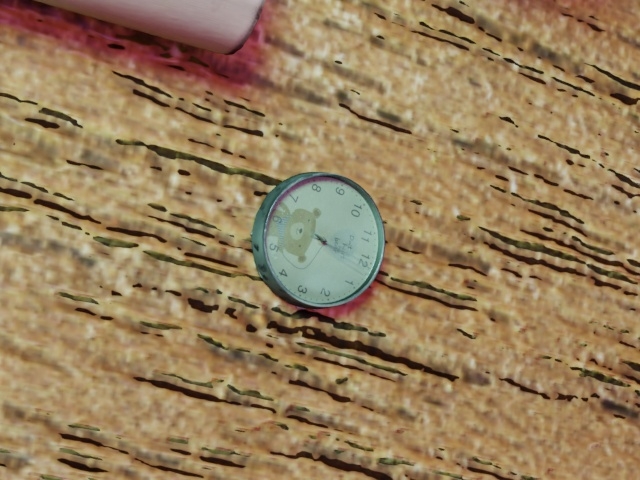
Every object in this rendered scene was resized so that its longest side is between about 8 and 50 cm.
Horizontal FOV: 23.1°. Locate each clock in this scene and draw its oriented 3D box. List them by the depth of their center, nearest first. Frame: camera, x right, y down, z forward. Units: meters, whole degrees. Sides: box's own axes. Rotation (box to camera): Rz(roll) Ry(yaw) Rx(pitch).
[{"bbox_3d":[0.000,0.000,0.943,0.085,0.017,0.085,0,89,-24],"label":"clock"}]

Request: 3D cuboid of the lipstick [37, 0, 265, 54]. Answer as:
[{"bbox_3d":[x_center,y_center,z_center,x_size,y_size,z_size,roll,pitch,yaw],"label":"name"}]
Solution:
[{"bbox_3d":[-0.187,-0.182,0.825,0.327,0.087,0.087,14,84,-24],"label":"lipstick"}]
